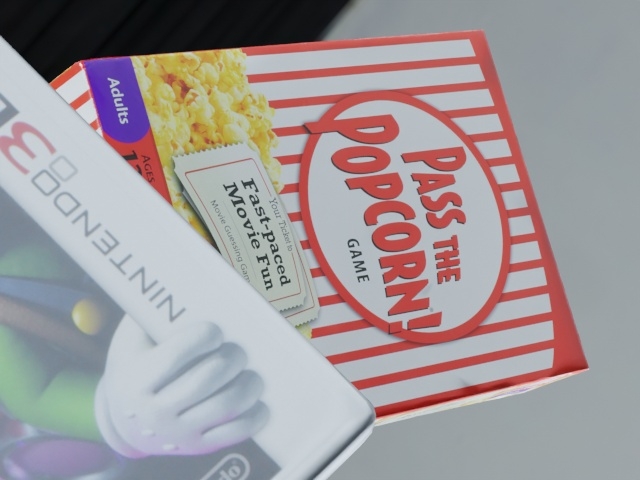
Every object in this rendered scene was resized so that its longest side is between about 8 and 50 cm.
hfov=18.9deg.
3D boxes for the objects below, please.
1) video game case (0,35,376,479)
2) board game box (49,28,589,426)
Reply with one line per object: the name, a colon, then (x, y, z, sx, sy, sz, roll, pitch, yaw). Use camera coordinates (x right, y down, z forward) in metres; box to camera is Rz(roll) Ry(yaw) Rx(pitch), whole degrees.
video game case: (-0.113, 0.039, 0.399, 0.173, 0.190, 0.022, 44, 157, 9)
board game box: (0.000, 0.000, 0.727, 0.045, 0.193, 0.147, -28, 76, 50)
